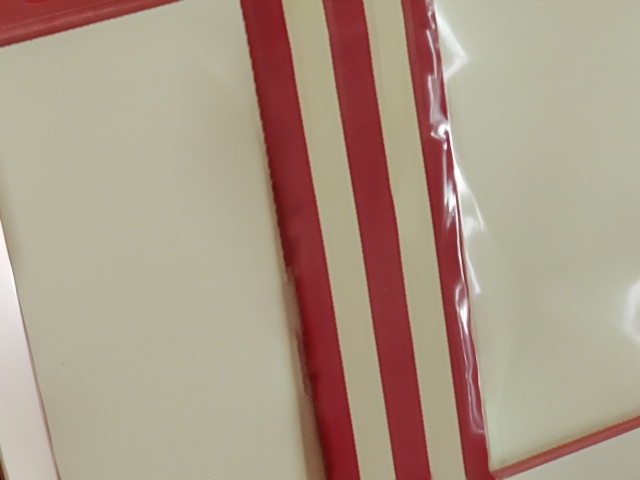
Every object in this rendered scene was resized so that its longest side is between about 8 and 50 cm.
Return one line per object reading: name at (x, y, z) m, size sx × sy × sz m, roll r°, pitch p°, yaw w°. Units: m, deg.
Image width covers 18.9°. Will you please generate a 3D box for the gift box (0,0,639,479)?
gift box at (0.000, 0.000, 0.645) m, size 0.276 × 0.255 × 0.258 m, roll -15°, pitch -65°, yaw -16°
